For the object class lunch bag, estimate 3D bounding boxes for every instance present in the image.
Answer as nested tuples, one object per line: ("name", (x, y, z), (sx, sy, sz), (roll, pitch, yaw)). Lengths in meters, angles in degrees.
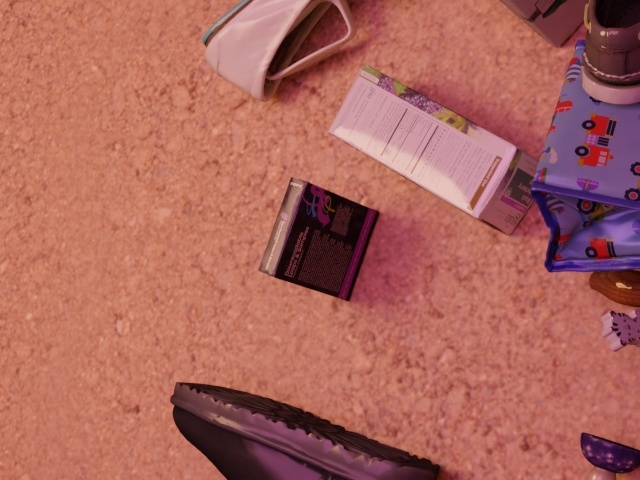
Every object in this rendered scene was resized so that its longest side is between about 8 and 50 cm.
("lunch bag", (0.386, -0.078, 1.556), (0.293, 0.138, 0.221), (5, 51, 22))

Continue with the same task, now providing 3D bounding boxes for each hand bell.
("hand bell", (0.381, 0.063, 1.585), (0.242, 0.126, 0.126), (11, 84, 46))

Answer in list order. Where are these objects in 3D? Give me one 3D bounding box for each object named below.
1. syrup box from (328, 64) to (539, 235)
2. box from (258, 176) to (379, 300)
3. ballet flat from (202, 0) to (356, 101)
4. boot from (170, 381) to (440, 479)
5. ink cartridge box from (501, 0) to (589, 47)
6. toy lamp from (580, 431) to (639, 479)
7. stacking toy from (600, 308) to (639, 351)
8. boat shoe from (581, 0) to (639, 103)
("syrup box", (0.134, -0.105, 1.766), (0.237, 0.093, 0.096), (32, 96, 33))
("box", (0.000, 0.000, 1.783), (0.029, 0.162, 0.116), (19, 89, 34))
("ballet flat", (0.024, -0.322, 1.882), (0.400, 0.139, 0.139), (-43, 60, 21))
("boot", (-0.084, 0.418, 1.762), (0.367, 0.146, 0.445), (18, 93, 35))
("ink cartridge box", (0.205, -0.325, 1.701), (0.092, 0.219, 0.160), (-48, 60, 10))
("toy lamp", (0.260, 0.339, 1.592), (0.080, 0.080, 0.274), (16, 86, 34))
("stacking toy", (0.368, 0.132, 1.488), (0.167, 0.052, 0.221), (-44, 56, 52))
("boat shoe", (0.347, -0.272, 1.596), (0.109, 0.091, 0.305), (12, 51, 21))
